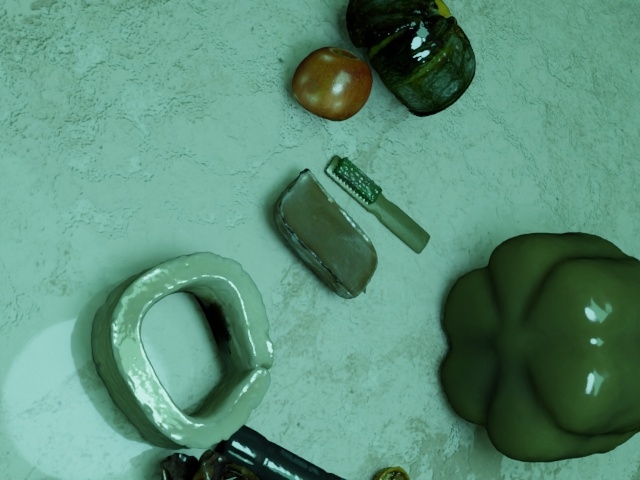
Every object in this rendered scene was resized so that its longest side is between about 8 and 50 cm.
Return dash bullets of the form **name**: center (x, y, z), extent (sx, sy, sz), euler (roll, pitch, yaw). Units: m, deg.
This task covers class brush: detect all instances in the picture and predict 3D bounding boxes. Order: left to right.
- **brush**: center (0.128, -0.077, 2.000), extent (0.282, 0.048, 0.054), euler (41, 68, -18)

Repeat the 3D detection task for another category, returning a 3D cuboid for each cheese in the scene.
- **cheese**: center (-0.233, 0.199, 1.688), extent (0.292, 0.153, 0.332), euler (-23, 92, -30)

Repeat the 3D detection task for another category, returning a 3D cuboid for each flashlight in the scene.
- **flashlight**: center (-0.006, 0.461, 1.773), extent (0.424, 0.103, 0.103), euler (32, 67, -10)

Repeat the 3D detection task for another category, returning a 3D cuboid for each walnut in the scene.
- **walnut**: center (0.131, 0.507, 1.892), extent (0.091, 0.052, 0.121), euler (26, 74, -25)

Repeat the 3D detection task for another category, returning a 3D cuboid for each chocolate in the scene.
- **chocolate**: center (-0.001, -0.001, 1.893), extent (0.261, 0.083, 0.161), euler (51, 45, -13)

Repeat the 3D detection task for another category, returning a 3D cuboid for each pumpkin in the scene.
- **pumpkin**: center (0.187, -0.415, 1.965), extent (0.192, 0.320, 0.320), euler (-36, 103, 16)

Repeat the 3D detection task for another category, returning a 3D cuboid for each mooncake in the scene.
- **mooncake**: center (0.458, 0.207, 1.897), extent (0.262, 0.467, 0.467), euler (6, 78, -30)

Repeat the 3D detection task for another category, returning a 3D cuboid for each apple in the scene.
- **apple**: center (0.026, -0.319, 1.916), extent (0.163, 0.163, 0.139), euler (23, 111, -24)

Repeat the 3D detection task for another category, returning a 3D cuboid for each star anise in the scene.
- **star anise**: center (-0.186, 0.449, 1.661), extent (0.220, 0.190, 0.126), euler (31, 29, 0)
